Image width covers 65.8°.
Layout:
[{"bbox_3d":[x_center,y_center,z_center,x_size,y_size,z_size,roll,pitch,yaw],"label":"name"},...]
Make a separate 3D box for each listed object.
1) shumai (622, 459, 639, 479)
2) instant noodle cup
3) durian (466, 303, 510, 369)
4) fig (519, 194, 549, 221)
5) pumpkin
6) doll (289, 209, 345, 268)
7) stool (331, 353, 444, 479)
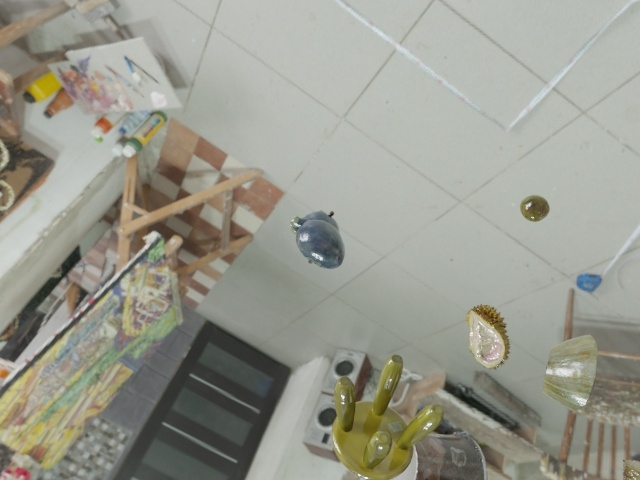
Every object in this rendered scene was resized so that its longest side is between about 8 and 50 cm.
[{"bbox_3d":[0.558,0.444,0.816,0.145,0.116,0.145,32,161,12],"label":"shumai"},{"bbox_3d":[0.286,0.601,1.298,0.207,0.217,0.217,18,149,-20],"label":"instant noodle cup"},{"bbox_3d":[0.639,0.358,1.859,0.183,0.138,0.249,9,111,40],"label":"durian"},{"bbox_3d":[0.593,-0.093,1.383,0.074,0.088,0.074,-5,114,-11],"label":"fig"},{"bbox_3d":[0.687,0.363,1.399,0.110,0.217,0.217,9,142,12],"label":"pumpkin"},{"bbox_3d":[0.000,0.000,1.648,0.228,0.258,0.154,36,114,-17],"label":"doll"},{"bbox_3d":[0.077,0.227,0.627,0.134,0.135,0.110,15,128,7],"label":"stool"}]
